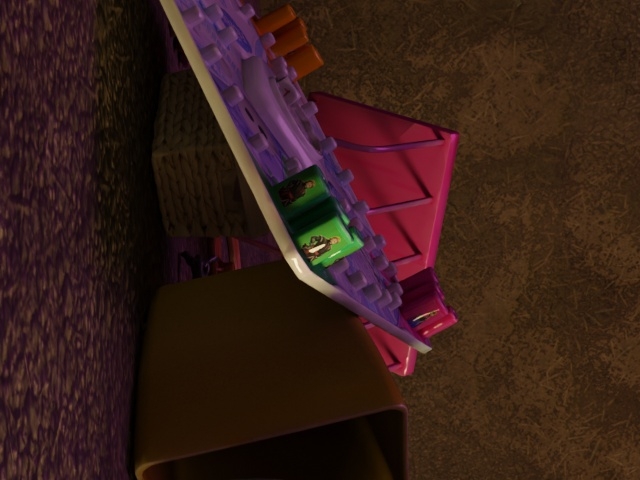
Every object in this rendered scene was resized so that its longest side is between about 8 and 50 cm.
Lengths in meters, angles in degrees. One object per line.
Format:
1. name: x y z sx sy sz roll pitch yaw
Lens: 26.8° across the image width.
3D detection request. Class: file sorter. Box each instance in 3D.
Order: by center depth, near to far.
1. file sorter: 0.000 0.000 1.506 0.182 0.202 0.291 -12 116 -53

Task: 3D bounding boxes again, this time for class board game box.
1. board game box: -0.020 -0.107 1.172 0.390 0.050 0.390 64 10 20

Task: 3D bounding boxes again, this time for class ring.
1. ring: -0.114 0.068 1.795 0.336 0.032 0.337 -4 90 -87

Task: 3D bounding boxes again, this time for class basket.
1. basket: -0.103 -0.089 1.302 0.167 0.103 0.113 -93 178 -53

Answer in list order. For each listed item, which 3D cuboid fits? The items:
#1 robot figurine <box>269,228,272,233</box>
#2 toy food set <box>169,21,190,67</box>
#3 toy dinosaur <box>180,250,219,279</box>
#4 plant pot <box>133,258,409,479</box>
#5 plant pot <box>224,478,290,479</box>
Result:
1. robot figurine: -0.070 -0.098 1.665 0.158 0.128 0.219 34 -14 32
2. toy food set: -0.150 -0.233 1.481 0.122 0.019 0.078 72 13 -83
3. toy dinosaur: -0.112 0.080 1.392 0.268 0.064 0.118 73 19 -67
4. plant pot: -0.050 0.137 1.145 0.212 0.212 0.187 84 -8 -54
5. plant pot: -0.017 0.343 0.939 0.272 0.271 0.255 83 18 -54
